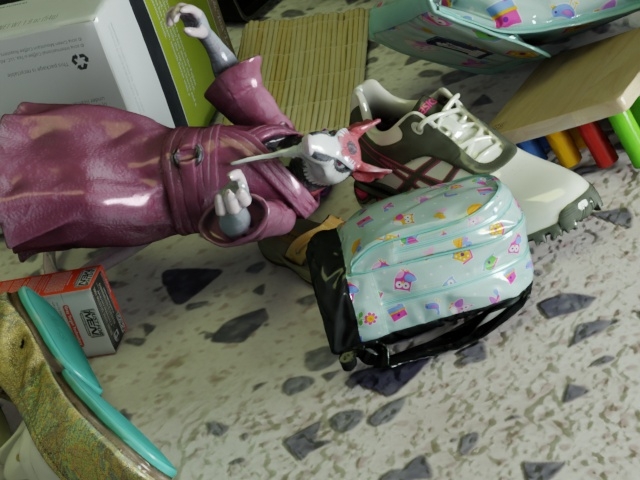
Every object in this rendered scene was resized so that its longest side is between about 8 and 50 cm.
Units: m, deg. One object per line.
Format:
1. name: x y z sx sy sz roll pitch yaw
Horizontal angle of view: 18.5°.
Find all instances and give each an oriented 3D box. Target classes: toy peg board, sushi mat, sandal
1. toy peg board: 0.254 -0.117 1.796 0.160 0.079 0.161 -16 22 41
2. sushi mat: -0.026 -0.170 2.090 0.151 0.019 0.316 -7 30 8
3. sandal: 0.000 0.000 1.752 0.072 0.049 0.180 -34 31 -25

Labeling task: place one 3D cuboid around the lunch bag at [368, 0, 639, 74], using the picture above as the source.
1. lunch bag: 0.188 -0.251 1.911 0.262 0.160 0.223 -21 5 -13

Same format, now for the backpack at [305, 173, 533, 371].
1. backpack: 0.083 0.019 1.599 0.182 0.115 0.152 -16 26 1

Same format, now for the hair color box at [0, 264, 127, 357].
1. hair color box: -0.253 0.071 1.760 0.141 0.072 0.043 -8 29 17

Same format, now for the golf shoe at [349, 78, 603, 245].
1. golf shoe: 0.122 -0.065 1.722 0.273 0.120 0.105 14 41 44

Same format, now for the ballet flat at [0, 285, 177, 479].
1. ballet flat: -0.215 0.148 1.578 0.123 0.123 0.348 -27 30 -13

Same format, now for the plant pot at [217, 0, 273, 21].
1. plant pot: -0.135 -0.372 2.374 0.167 0.187 0.188 -9 27 44

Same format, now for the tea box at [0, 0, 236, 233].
1. tea box: -0.300 -0.179 2.072 0.329 0.220 0.323 -9 28 17

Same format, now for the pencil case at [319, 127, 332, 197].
1. pencil case: -0.063 -0.066 1.892 0.151 0.064 0.070 -5 56 24

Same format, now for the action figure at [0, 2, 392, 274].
1. action figure: -0.117 -0.041 1.760 0.370 0.276 0.248 -2 49 9
